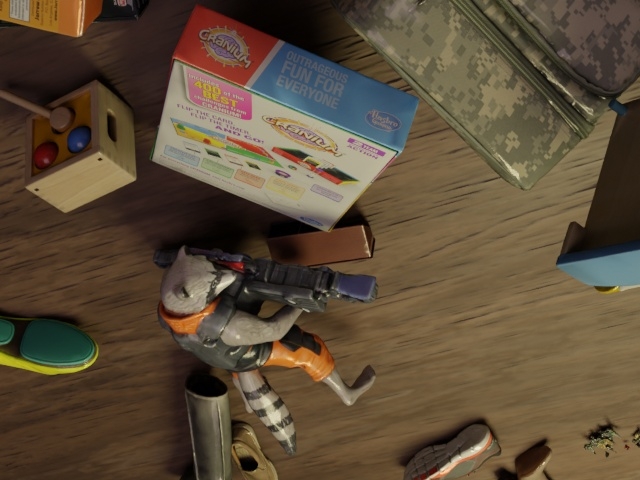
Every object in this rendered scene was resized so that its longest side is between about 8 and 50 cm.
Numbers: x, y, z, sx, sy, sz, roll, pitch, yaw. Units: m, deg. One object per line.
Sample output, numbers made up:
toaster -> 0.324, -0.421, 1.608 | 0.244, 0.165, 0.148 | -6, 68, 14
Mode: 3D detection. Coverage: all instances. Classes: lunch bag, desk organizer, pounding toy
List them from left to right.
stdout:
pounding toy -> -0.304, -0.127, 1.292 | 0.130, 0.141, 0.100 | -22, 146, 20
desk organizer -> 0.000, 0.000, 1.376 | 0.130, 0.047, 0.050 | -8, 119, 13
lunch bag -> 0.187, -0.244, 1.103 | 0.305, 0.212, 0.256 | 41, 100, -21

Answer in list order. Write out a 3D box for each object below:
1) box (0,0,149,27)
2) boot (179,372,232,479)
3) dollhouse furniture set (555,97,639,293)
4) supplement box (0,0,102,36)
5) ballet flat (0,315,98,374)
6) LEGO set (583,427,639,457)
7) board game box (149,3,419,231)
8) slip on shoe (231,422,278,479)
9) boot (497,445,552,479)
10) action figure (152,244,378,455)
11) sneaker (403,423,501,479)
box -> -0.297, -0.348, 1.184 | 0.175, 0.051, 0.220 | -1, 123, 9
boot -> -0.171, 0.293, 1.563 | 0.189, 0.076, 0.208 | 9, 117, 56
dollhouse furniture set -> 0.400, -0.076, 0.981 | 0.198, 0.286, 0.303 | 29, 157, -23
supplement box -> -0.354, -0.289, 1.154 | 0.233, 0.078, 0.080 | 12, 125, 1
ballet flat -> -0.421, 0.149, 1.524 | 0.231, 0.077, 0.077 | 10, 145, 5
LEGO set -> 0.410, 0.280, 1.522 | 0.083, 0.023, 0.054 | 5, 127, -12
board game box -> -0.054, -0.118, 1.185 | 0.242, 0.064, 0.316 | 22, 162, -7
slip on shoe -> -0.102, 0.334, 1.611 | 0.051, 0.041, 0.135 | -9, 121, 14
boot -> 0.316, 0.351, 1.571 | 0.087, 0.042, 0.118 | 34, 122, -22
action figure -> -0.068, 0.123, 1.343 | 0.341, 0.178, 0.330 | 2, 147, 42
sneaker -> 0.192, 0.326, 1.557 | 0.158, 0.061, 0.065 | -32, 120, 26
